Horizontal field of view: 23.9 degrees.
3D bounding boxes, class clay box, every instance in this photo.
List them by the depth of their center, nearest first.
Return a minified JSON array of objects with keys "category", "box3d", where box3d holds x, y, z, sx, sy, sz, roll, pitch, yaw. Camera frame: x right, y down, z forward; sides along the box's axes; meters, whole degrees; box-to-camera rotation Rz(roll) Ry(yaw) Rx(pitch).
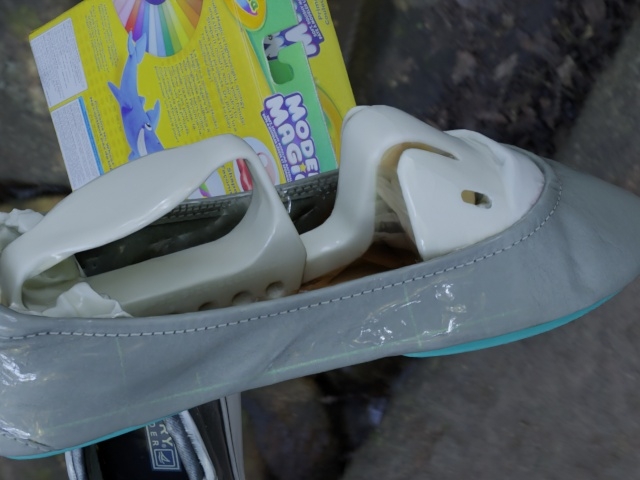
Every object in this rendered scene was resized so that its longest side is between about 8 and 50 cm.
[{"category":"clay box","box3d":[-0.053,-0.066,0.699,0.222,0.053,0.127,-13,94,54]}]

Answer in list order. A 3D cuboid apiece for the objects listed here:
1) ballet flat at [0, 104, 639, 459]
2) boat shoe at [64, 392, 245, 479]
[{"category":"ballet flat","box3d":[0.000,0.000,0.400,0.213,0.068,0.072,-15,34,-18]},{"category":"boat shoe","box3d":[-0.074,0.176,0.791,0.113,0.105,0.306,1,112,11]}]
